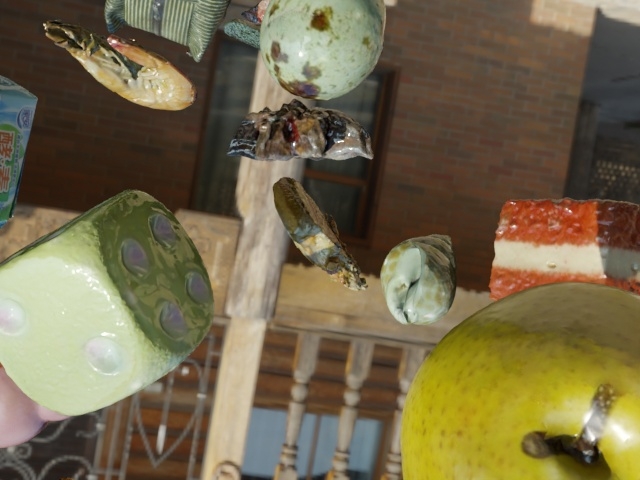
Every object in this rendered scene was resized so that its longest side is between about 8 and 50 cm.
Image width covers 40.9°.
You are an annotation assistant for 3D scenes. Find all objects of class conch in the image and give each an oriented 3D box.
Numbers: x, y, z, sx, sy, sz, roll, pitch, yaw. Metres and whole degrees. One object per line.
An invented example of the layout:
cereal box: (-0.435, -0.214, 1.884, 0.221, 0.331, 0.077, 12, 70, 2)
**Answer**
conch: (0.138, 0.056, 1.166, 0.106, 0.116, 0.173, 8, -168, -8)

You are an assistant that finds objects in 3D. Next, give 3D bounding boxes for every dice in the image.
dice: (-0.328, 0.092, 1.276, 0.254, 0.249, 0.252, -25, -169, 20)

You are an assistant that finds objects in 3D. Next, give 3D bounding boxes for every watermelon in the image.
watermelon: (-0.060, -0.427, 1.602, 0.098, 0.121, 0.158, -40, -176, -31)

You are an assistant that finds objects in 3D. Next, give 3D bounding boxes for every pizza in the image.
pizza: (0.000, 0.000, 1.624, 0.297, 0.071, 0.189, 44, -167, -48)

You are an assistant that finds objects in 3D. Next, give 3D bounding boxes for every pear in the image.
pear: (0.252, 0.225, 0.862, 0.362, 0.362, 0.418, 10, 169, 17)

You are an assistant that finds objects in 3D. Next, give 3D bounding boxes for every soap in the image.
soap: (-0.555, -0.133, 1.392, 0.077, 0.293, 0.156, 20, -168, 17)

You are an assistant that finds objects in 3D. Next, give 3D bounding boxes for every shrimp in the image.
shrimp: (-0.255, -0.229, 1.122, 0.133, 0.053, 0.236, 11, 165, 39)

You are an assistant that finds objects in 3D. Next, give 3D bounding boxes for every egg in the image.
egg: (0.009, -0.296, 1.182, 0.169, 0.231, 0.169, 16, 149, 10)

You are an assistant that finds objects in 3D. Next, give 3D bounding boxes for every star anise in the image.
star anise: (-0.033, -0.180, 1.416, 0.236, 0.109, 0.223, 1, -171, 9)

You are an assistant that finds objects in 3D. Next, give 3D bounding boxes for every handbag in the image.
handbag: (-0.251, -0.494, 1.562, 0.247, 0.240, 0.340, 17, -144, -4)

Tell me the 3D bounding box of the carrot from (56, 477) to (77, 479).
carrot: (-0.327, 0.363, 1.098, 0.067, 0.067, 0.225, 9, -176, -19)

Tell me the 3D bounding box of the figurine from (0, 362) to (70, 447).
figurine: (-0.631, 0.283, 1.670, 0.211, 0.261, 0.270, -40, -164, -22)

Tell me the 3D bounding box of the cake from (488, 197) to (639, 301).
cake: (0.484, 0.093, 1.554, 0.270, 0.319, 0.269, 8, 178, -34)

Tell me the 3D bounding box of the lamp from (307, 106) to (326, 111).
lamp: (-0.046, -0.218, 1.721, 0.101, 0.101, 0.250, 8, 170, -37)

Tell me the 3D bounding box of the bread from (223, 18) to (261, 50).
bread: (-0.066, -0.320, 1.394, 0.193, 0.036, 0.112, 22, -164, -17)
